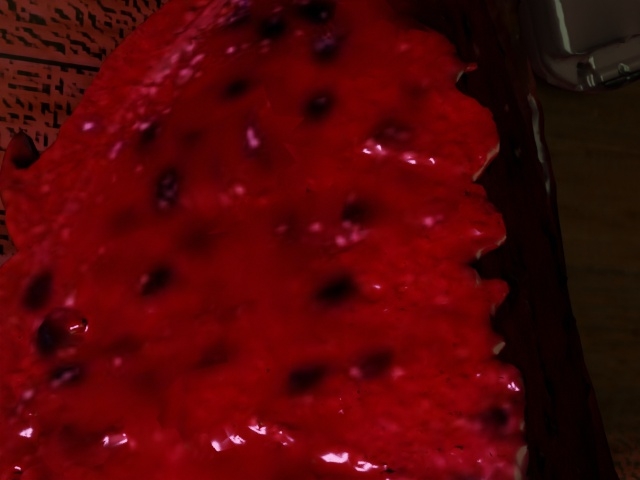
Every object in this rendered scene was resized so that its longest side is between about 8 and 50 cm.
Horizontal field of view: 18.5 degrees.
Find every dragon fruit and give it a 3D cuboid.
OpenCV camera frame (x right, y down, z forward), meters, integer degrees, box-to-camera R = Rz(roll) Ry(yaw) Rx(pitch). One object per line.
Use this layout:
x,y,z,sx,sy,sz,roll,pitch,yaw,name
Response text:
-0.009,0.002,0.822,0.286,0.228,0.329,44,37,-64,dragon fruit

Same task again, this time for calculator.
0.128,-0.159,0.963,0.100,0.032,0.175,-20,101,-37,calculator
